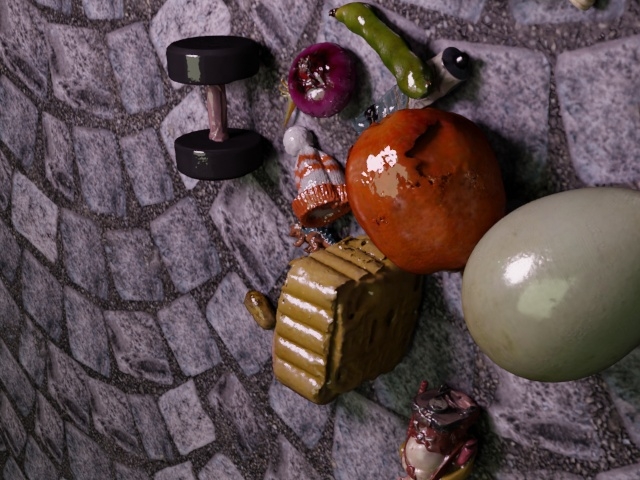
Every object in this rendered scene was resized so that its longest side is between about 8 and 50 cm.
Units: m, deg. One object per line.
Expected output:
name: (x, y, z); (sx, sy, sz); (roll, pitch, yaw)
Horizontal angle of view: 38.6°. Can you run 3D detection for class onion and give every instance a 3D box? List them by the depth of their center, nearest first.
onion: (0.000, -0.244, 1.378); (0.115, 0.104, 0.115); (-10, 68, 28)

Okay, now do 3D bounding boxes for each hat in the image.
hat: (-0.011, -0.111, 1.474); (0.112, 0.093, 0.162); (-34, 63, 38)

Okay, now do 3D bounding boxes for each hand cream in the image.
hand cream: (0.132, -0.198, 1.308); (0.248, 0.052, 0.075); (-39, 55, 53)

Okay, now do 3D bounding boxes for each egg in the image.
egg: (0.304, 0.048, 1.095); (0.295, 0.218, 0.218); (-35, 80, 38)

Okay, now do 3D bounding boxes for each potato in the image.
potato: (-0.110, 0.128, 1.697); (0.083, 0.040, 0.051); (55, 160, 7)

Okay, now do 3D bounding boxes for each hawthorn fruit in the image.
hawthorn fruit: (0.156, -0.040, 1.234); (0.211, 0.211, 0.299); (-11, 109, 48)

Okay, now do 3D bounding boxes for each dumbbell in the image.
dumbbell: (-0.175, -0.223, 1.531); (0.152, 0.152, 0.218); (19, 120, 40)

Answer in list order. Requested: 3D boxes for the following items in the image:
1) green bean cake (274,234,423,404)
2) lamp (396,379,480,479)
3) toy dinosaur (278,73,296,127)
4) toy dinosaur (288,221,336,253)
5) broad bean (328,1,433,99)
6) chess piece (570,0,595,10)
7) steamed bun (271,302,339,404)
green bean cake: (0.046, 0.115, 1.392); (0.131, 0.224, 0.230); (27, 121, 36)
lamp: (0.175, 0.347, 1.437); (0.118, 0.118, 0.253); (33, 127, 33)
toy dinosaur: (-0.051, -0.235, 1.487); (0.041, 0.026, 0.113); (35, 122, 9)
toy dinosaur: (0.000, 0.000, 1.517); (0.154, 0.049, 0.055); (16, 77, 42)
broad bean: (0.089, -0.273, 1.278); (0.256, 0.052, 0.052); (53, 161, 40)
chess piece: (0.328, -0.310, 1.056); (0.035, 0.035, 0.092); (56, 134, 13)
steamed bun: (-0.011, 0.181, 1.573); (0.145, 0.106, 0.175); (20, 107, 46)
